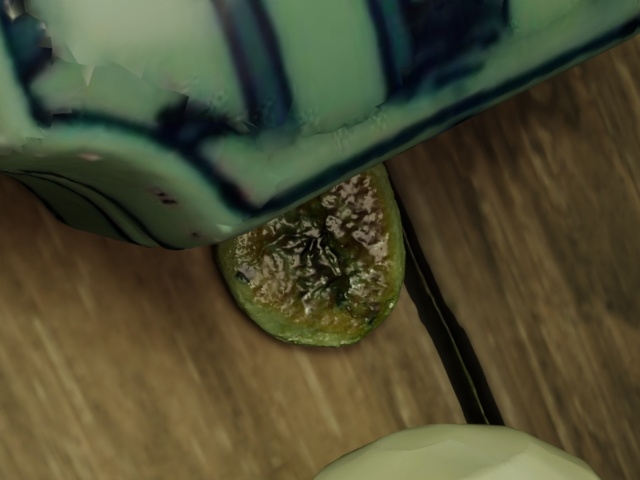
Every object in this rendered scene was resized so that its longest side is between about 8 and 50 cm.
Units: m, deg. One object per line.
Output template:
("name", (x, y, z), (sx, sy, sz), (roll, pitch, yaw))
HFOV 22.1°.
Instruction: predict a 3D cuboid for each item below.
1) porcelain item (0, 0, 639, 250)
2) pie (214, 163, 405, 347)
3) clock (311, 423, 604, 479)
("porcelain item", (-0.030, -0.158, 0.514), (0.286, 0.157, 0.281), (-25, 105, -28))
("pie", (-0.001, 0.001, 0.611), (0.084, 0.021, 0.084), (0, 90, -31))
("clock", (0.081, 0.262, 0.586), (0.342, 0.184, 0.326), (38, 68, -31))
